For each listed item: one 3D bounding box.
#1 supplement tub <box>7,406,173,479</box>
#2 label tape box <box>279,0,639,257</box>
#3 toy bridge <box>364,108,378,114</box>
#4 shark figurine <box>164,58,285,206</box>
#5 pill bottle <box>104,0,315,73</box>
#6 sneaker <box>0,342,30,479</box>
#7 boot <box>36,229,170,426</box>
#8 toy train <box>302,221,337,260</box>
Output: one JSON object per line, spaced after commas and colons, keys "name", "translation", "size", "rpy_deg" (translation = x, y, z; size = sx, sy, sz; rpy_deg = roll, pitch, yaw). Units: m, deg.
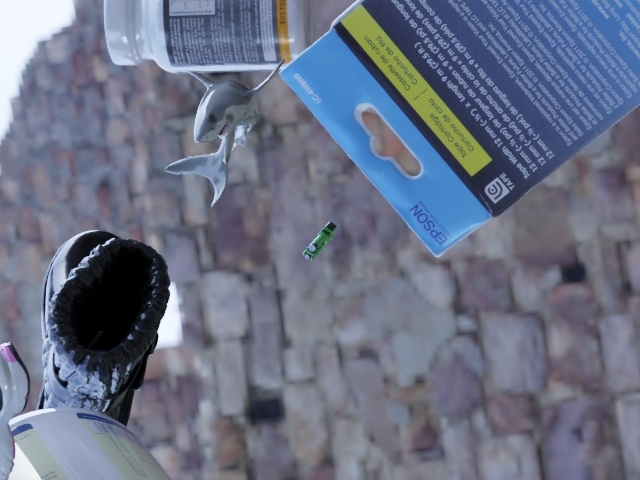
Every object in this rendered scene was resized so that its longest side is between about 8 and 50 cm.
{"name": "supplement tub", "translation": [-0.211, 0.319, 1.584], "size": [0.325, 0.235, 0.235], "rpy_deg": [38, 147, 57]}
{"name": "label tape box", "translation": [0.173, -0.188, 1.658], "size": [0.249, 0.348, 0.115], "rpy_deg": [49, -164, -7]}
{"name": "toy bridge", "translation": [0.074, -0.174, 1.861], "size": [0.063, 0.026, 0.188], "rpy_deg": [63, -152, -13]}
{"name": "shark figurine", "translation": [-0.134, -0.164, 2.152], "size": [0.166, 0.116, 0.278], "rpy_deg": [-56, -4, -15]}
{"name": "pill bottle", "translation": [-0.152, -0.314, 2.379], "size": [0.162, 0.279, 0.162], "rpy_deg": [0, -90, -84]}
{"name": "sneaker", "translation": [-0.305, 0.153, 1.461], "size": [0.072, 0.077, 0.178], "rpy_deg": [58, 145, 36]}
{"name": "boot", "translation": [-0.242, 0.066, 1.903], "size": [0.260, 0.131, 0.348], "rpy_deg": [106, 165, -48]}
{"name": "toy train", "translation": [0.000, 0.000, 2.120], "size": [0.023, 0.017, 0.083], "rpy_deg": [-59, -5, 30]}
